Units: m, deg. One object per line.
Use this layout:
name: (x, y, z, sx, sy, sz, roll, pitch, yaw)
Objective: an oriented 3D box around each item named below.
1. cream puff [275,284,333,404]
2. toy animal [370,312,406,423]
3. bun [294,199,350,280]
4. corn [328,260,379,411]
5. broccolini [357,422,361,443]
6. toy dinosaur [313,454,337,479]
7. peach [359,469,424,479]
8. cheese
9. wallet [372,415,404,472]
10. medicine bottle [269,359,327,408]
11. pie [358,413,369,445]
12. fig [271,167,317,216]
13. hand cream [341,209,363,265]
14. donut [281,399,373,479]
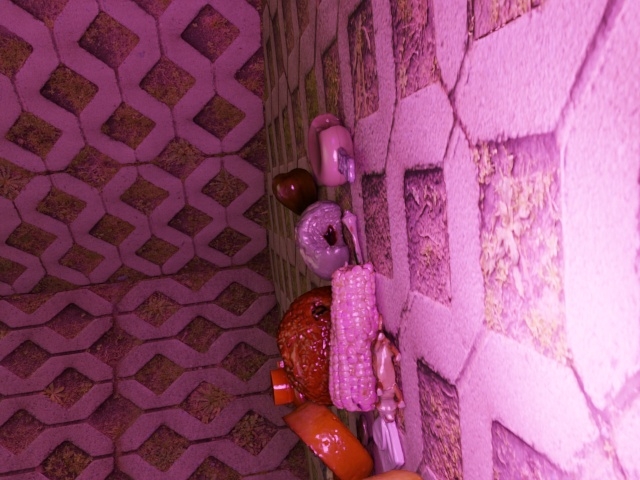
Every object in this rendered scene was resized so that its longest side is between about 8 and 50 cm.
cream puff: (-0.003, 0.268, 1.724, 0.303, 0.212, 0.303, 171, 90, -82)
toy animal: (0.127, 0.261, 1.377, 0.099, 0.056, 0.242, -151, 53, -80)
bun: (0.000, 0.000, 1.766, 0.213, 0.126, 0.204, -109, 12, -48)
corn: (0.076, 0.210, 1.476, 0.126, 0.126, 0.336, -129, 35, -74)
broccolini: (0.101, 0.596, 1.892, 0.044, 0.042, 0.218, -113, 20, -58)
toy dinosaur: (0.036, 0.741, 2.261, 0.206, 0.092, 0.393, -110, 17, -55)
peach: (0.095, 0.535, 1.077, 0.281, 0.314, 0.316, 44, 155, 19)
cheese: (0.036, -0.191, 1.532, 0.286, 0.082, 0.163, -128, 31, -69)
wallet: (0.145, 0.446, 1.504, 0.183, 0.031, 0.124, 103, 156, -63)
medicine bottle: (-0.029, 0.407, 1.963, 0.112, 0.222, 0.150, 117, 145, -75)
pie: (0.113, 0.496, 1.796, 0.085, 0.017, 0.085, 174, 90, -82)
fig: (-0.078, -0.133, 2.130, 0.126, 0.133, 0.185, 16, 124, 41)
hand cream: (0.080, 0.011, 1.579, 0.057, 0.037, 0.165, -156, 53, -80)
donut: (0.027, 0.525, 1.777, 0.277, 0.108, 0.278, 45, 168, 12)
